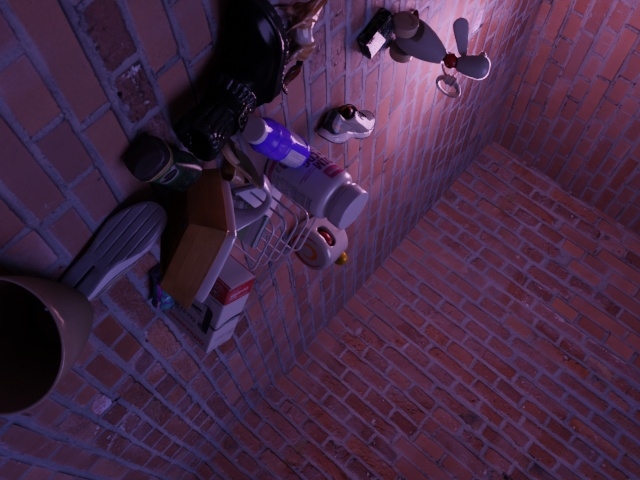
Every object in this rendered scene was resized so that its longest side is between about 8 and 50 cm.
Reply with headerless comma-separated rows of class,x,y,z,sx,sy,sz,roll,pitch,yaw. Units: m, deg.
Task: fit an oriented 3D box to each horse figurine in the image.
horse figurine,-0.059,-0.479,1.569,0.174,0.066,0.263,-35,154,-30

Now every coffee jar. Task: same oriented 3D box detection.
coffee jar,-0.340,-0.163,1.440,0.096,0.079,0.184,-41,165,8

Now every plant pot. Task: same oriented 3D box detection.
plant pot,-0.568,0.175,1.319,0.256,0.256,0.274,-55,180,8

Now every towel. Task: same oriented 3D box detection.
towel,-0.223,-0.057,1.837,0.113,0.152,0.023,-63,169,28

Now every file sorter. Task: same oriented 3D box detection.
file sorter,-0.159,-0.046,1.990,0.277,0.173,0.193,-23,147,-58

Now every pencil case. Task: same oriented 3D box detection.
pencil case,-0.431,0.129,1.819,0.152,0.064,0.070,106,3,-50

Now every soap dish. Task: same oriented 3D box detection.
soap dish,-0.298,-0.017,1.567,0.118,0.291,0.229,18,118,-24

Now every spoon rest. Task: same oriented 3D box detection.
spoon rest,-0.231,-0.066,1.753,0.276,0.137,0.084,-32,126,22

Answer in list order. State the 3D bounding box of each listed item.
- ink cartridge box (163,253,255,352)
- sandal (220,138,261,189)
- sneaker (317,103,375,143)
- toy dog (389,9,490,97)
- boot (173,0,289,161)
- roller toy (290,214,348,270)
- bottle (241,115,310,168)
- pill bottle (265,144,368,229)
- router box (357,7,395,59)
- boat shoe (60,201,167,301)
ink cartridge box,-0.327,0.160,1.923,0.114,0.197,0.273,-30,152,-48
sandal,-0.230,-0.190,1.728,0.079,0.088,0.240,-22,157,8
sneaker,0.101,-0.384,2.117,0.271,0.100,0.108,-29,146,-52
toy dog,0.367,-0.615,2.058,0.161,0.333,0.220,-64,-167,-20
boot,-0.195,-0.333,1.392,0.260,0.131,0.348,-45,162,-21
roller toy,0.000,0.000,2.447,0.146,0.209,0.191,-41,140,-35
bottle,-0.120,-0.262,1.748,0.092,0.118,0.283,-54,164,8
pill bottle,-0.010,-0.166,1.944,0.160,0.283,0.160,-46,162,-20
router box,0.163,-0.602,1.934,0.122,0.038,0.092,-51,162,-2
boat shoe,-0.466,0.027,1.503,0.302,0.109,0.094,-43,178,0
